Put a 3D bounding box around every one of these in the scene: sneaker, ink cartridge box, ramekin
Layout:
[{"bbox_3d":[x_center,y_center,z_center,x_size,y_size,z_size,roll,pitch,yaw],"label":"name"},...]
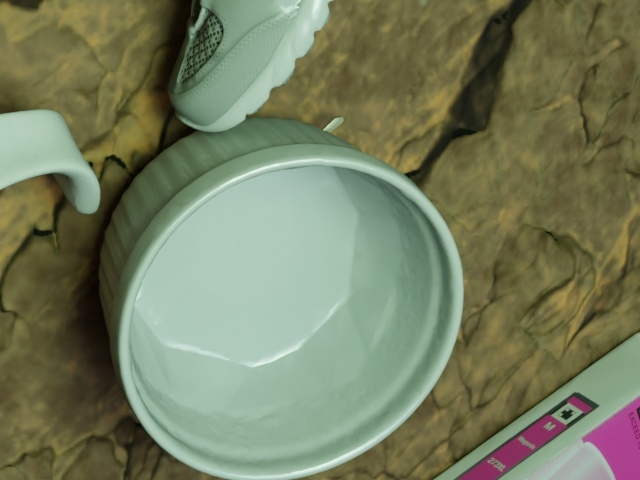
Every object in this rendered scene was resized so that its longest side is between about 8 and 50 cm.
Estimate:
[{"bbox_3d":[-0.041,-0.198,1.047,0.115,0.105,0.281,15,106,-20],"label":"sneaker"},{"bbox_3d":[0.171,0.207,1.373,0.371,0.069,0.176,-34,124,-21],"label":"ink cartridge box"},{"bbox_3d":[-0.031,0.026,1.112,0.207,0.109,0.207,-9,117,-17],"label":"ramekin"}]

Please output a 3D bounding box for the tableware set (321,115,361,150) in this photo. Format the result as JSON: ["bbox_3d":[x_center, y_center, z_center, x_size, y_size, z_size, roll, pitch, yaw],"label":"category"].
[{"bbox_3d":[0.000,0.000,1.198,0.104,0.024,0.154,-40,127,-10],"label":"tableware set"}]

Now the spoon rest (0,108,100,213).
[{"bbox_3d":[-0.238,-0.006,0.982,0.276,0.137,0.084,-25,165,-28],"label":"spoon rest"}]
